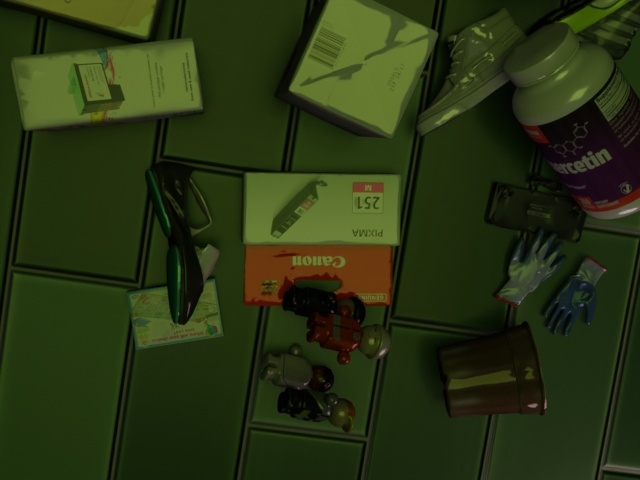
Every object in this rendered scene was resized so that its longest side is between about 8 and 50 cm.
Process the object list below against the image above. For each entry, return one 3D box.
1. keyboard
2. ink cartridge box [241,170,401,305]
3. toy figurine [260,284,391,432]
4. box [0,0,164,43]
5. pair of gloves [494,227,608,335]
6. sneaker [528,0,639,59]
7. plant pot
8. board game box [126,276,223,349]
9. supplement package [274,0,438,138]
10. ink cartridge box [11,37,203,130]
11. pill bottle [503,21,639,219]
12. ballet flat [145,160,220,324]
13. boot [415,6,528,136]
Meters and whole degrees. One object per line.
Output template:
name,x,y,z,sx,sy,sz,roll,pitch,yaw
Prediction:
keyboard,0.393,-0.065,1.808,0.180,0.023,0.108,11,101,-8
ink cartridge box,0.000,0.000,1.753,0.275,0.060,0.238,0,95,-6
toy figurine,0.008,0.195,1.700,0.148,0.213,0.209,15,100,-22
box,-0.409,-0.426,1.632,0.311,0.121,0.147,13,94,-7
pair of gloves,0.421,0.078,1.818,0.198,0.023,0.159,30,100,-8
sneaker,0.517,-0.384,1.757,0.300,0.111,0.121,-26,108,3
plant pot,0.295,0.237,1.766,0.165,0.167,0.166,-10,97,3
board game box,-0.252,0.126,1.754,0.154,0.026,0.103,-8,96,-5
supplement package,0.046,-0.276,1.610,0.175,0.293,0.177,24,93,-8
ink cartridge box,-0.332,-0.246,1.618,0.278,0.201,0.117,-7,96,-5
pill bottle,0.444,-0.200,1.686,0.181,0.181,0.323,-42,113,-1
ballet flat,-0.224,-0.001,1.701,0.096,0.095,0.280,-9,88,-20
boot,0.246,-0.294,1.741,0.258,0.095,0.123,-35,92,-10
